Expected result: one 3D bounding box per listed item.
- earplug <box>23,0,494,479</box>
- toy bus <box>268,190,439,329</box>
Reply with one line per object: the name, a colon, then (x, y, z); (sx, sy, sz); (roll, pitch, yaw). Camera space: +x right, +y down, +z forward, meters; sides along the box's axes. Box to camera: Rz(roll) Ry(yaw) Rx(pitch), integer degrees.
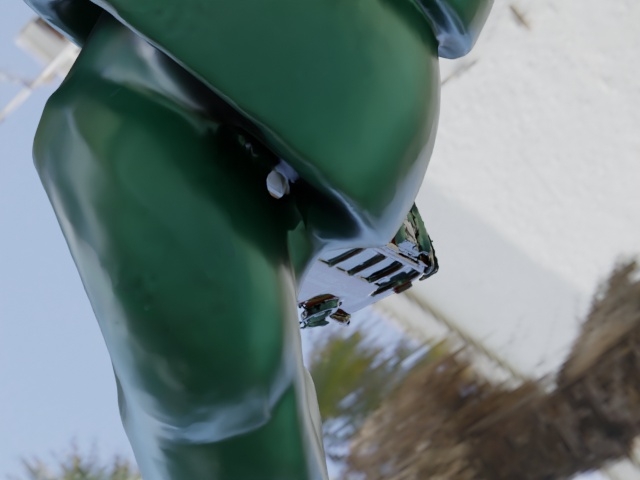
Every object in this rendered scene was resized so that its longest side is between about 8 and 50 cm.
earplug: (-0.012, -0.031, 0.566); (0.257, 0.280, 0.164); (29, -177, -42)
toy bus: (0.000, 0.000, 1.006); (0.235, 0.096, 0.074); (21, -132, -69)
